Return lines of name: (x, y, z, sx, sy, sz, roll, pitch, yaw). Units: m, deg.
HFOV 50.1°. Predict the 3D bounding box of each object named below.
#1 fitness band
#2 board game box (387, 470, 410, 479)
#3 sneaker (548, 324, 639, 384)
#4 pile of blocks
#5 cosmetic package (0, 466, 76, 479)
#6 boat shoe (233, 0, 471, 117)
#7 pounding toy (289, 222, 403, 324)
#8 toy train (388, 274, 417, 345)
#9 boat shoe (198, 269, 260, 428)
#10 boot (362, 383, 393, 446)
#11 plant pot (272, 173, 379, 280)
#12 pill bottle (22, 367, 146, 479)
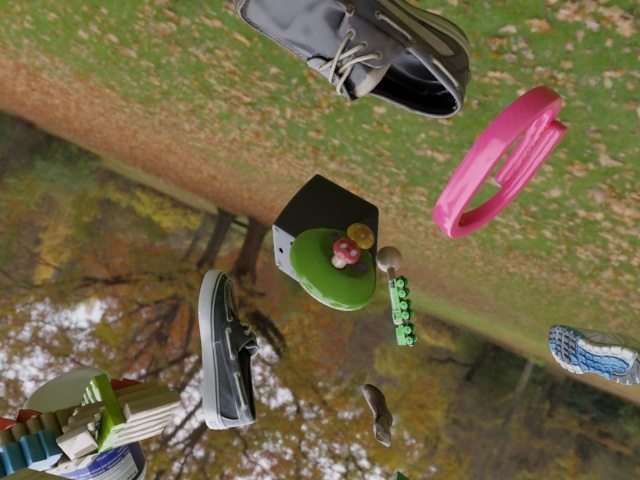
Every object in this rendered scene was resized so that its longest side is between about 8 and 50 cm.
fitness band: (0.288, -0.120, 1.104, 0.209, 0.291, 0.054, -21, -121, -39)
board game box: (0.043, 0.579, 1.218, 0.046, 0.317, 0.213, 40, -160, -2)
sneaker: (0.442, 0.171, 1.064, 0.083, 0.071, 0.190, -13, -165, -26)
pile of blocks: (-0.389, 0.270, 0.978, 0.113, 0.362, 0.149, 56, 156, 25)
cosmetic package: (-0.263, 0.240, 0.613, 0.115, 0.041, 0.060, -12, -173, 43)
boat shoe: (0.059, -0.258, 0.895, 0.355, 0.130, 0.132, 12, 145, -24)
pounding toy: (0.070, 0.033, 1.267, 0.237, 0.110, 0.183, 19, -137, -21)
toy train: (0.094, 0.082, 0.795, 0.023, 0.083, 0.017, -8, -178, 35)
boat shoe: (-0.164, 0.194, 1.282, 0.102, 0.301, 0.108, -10, 155, 11)
boot: (0.116, 0.358, 1.409, 0.106, 0.037, 0.114, 55, -165, -2)
plant pot: (0.000, 0.000, 1.488, 0.187, 0.167, 0.188, 33, 142, 33)
pill bottle: (-0.391, 0.366, 1.180, 0.153, 0.265, 0.153, -11, -157, 5)
